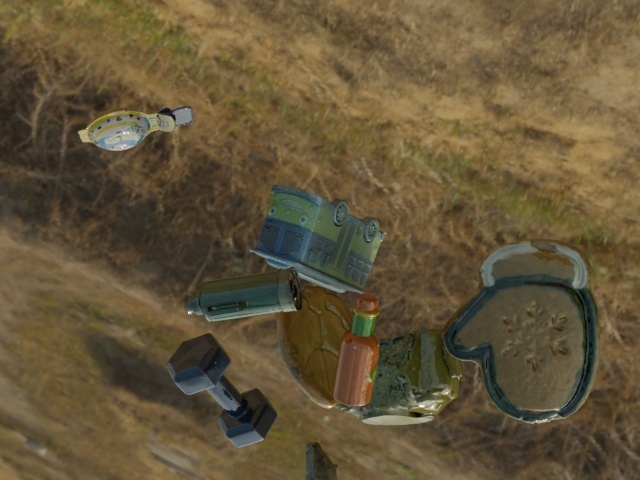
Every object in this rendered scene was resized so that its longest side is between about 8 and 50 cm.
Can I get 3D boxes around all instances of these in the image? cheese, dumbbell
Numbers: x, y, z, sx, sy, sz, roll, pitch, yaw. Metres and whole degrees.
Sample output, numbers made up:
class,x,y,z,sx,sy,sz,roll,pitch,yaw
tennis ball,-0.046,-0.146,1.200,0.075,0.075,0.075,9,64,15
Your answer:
class,x,y,z,sx,sy,sz,roll,pitch,yaw
cheese,-0.402,-0.252,1.812,0.250,0.064,0.156,-15,163,-11
dumbbell,-0.248,0.385,2.113,0.160,0.144,0.325,-20,128,19

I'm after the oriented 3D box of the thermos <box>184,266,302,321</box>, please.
class,x,y,z,sx,sy,sz,roll,pitch,yaw
thermos,-0.127,0.096,1.329,0.188,0.083,0.073,-10,142,14

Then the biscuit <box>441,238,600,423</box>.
class,x,y,z,sx,sy,sz,roll,pitch,yaw
biscuit,0.369,0.168,1.533,0.287,0.343,0.057,0,-178,7

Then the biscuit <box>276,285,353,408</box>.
class,x,y,z,sx,sy,sz,roll,pitch,yaw
biscuit,0.002,0.218,1.717,0.203,0.260,0.041,9,154,-38

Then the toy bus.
class,x,y,z,sx,sy,sz,roll,pitch,yaw
toy bus,0.000,0.000,1.875,0.152,0.190,0.312,18,175,34

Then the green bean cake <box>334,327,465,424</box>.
class,x,y,z,sx,sy,sz,roll,pitch,yaw
green bean cake,0.162,0.306,1.837,0.310,0.202,0.285,-7,166,13

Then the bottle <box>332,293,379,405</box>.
class,x,y,z,sx,sy,sz,roll,pitch,yaw
bottle,0.065,0.180,1.376,0.069,0.069,0.187,15,108,22

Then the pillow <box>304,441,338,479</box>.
class,x,y,z,sx,sy,sz,roll,pitch,yaw
pillow,0.003,0.610,1.996,0.093,0.241,0.051,12,157,-26
